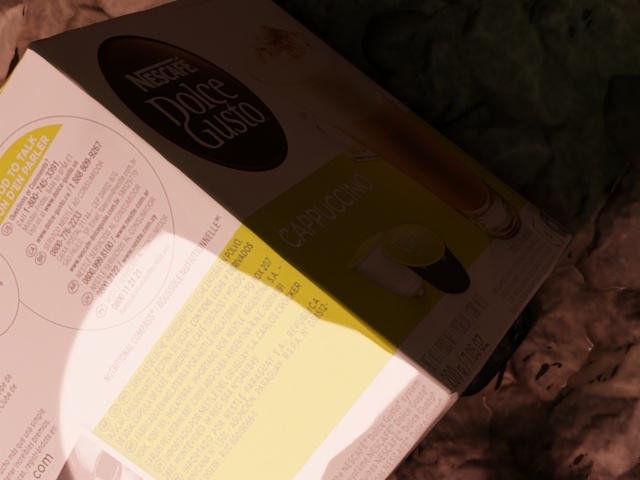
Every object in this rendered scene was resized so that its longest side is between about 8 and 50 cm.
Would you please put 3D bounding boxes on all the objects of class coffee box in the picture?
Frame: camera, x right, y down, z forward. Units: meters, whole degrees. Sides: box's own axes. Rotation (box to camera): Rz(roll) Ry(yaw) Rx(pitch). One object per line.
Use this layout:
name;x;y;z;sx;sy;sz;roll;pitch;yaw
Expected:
coffee box;-0.081;0.059;1.054;0.334;0.337;0.338;39;115;6

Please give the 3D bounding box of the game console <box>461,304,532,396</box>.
game console;0.000;0.000;1.217;0.361;0.044;0.213;38;115;7

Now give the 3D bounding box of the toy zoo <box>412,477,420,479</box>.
toy zoo;0.194;0.270;1.150;0.293;0.192;0.030;32;74;10
